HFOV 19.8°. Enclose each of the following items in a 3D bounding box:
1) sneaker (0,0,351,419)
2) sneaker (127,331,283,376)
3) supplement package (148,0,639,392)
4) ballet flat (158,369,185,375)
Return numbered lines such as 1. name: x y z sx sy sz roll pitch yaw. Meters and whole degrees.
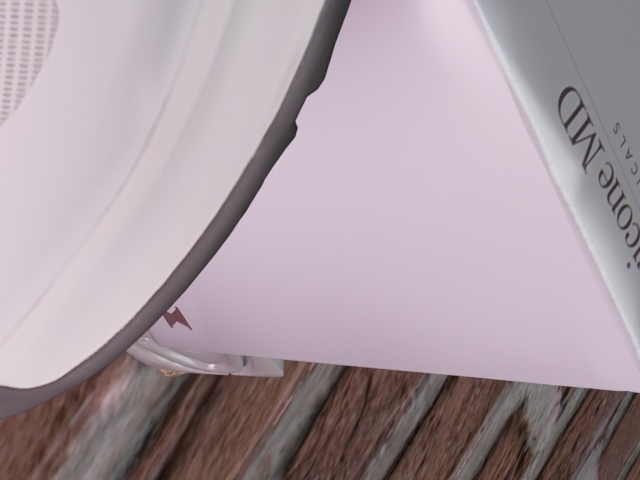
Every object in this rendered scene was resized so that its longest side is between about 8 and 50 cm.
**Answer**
1. sneaker: -0.100 -0.174 0.304 0.257 0.169 0.447 0 112 -49
2. sneaker: -0.066 -0.025 0.712 0.235 0.090 0.095 65 36 -63
3. supplement package: 0.042 -0.119 0.566 0.263 0.198 0.199 -52 127 -33
4. ballet flat: 0.000 0.000 0.885 0.206 0.067 0.073 -48 155 -33
